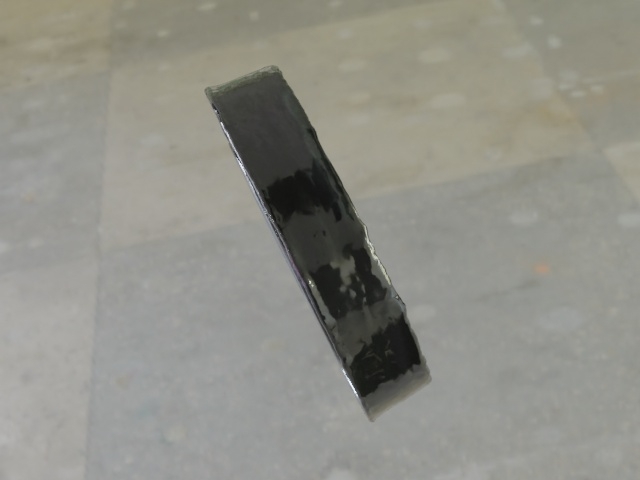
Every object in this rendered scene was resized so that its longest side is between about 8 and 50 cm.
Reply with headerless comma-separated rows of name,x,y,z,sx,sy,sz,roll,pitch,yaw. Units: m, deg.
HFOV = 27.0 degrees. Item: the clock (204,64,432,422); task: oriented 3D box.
clock,0.000,0.000,0.660,0.040,0.184,0.184,-26,31,-2
